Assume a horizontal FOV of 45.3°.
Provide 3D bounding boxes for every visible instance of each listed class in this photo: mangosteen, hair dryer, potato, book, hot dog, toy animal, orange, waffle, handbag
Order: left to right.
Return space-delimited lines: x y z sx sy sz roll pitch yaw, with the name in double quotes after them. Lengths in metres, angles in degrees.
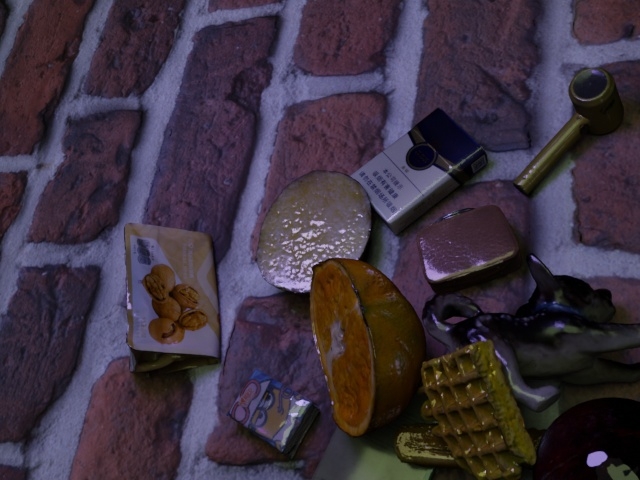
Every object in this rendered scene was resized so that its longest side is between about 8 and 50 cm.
0.000 0.000 1.641 0.239 0.116 0.299 8 65 22 "potato"
0.070 0.191 1.402 0.274 0.274 0.310 -2 41 21 "orange"
0.121 0.390 1.446 0.214 0.025 0.283 23 75 28 "book"
0.241 0.294 1.265 0.057 0.219 0.229 -14 79 -28 "waffle"
0.295 0.013 1.542 0.193 0.072 0.151 -19 59 14 "handbag"
0.276 0.366 1.362 0.288 0.068 0.083 0 78 11 "hot dog"
0.373 0.157 1.350 0.344 0.194 0.303 -25 52 -17 "toy animal"
0.493 -0.211 1.552 0.279 0.135 0.090 -49 56 5 "hair dryer"
0.448 0.391 1.170 0.300 0.300 0.300 -9 61 17 "mangosteen"

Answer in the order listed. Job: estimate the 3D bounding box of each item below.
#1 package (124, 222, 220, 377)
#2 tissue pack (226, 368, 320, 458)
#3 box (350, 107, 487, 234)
-0.354 0.139 1.713 0.165 0.221 0.311 -43 47 46 "package"
-0.095 0.344 1.533 0.155 0.065 0.116 25 75 30 "tissue pack"
0.211 -0.152 1.659 0.259 0.071 0.168 -39 57 1 "box"
